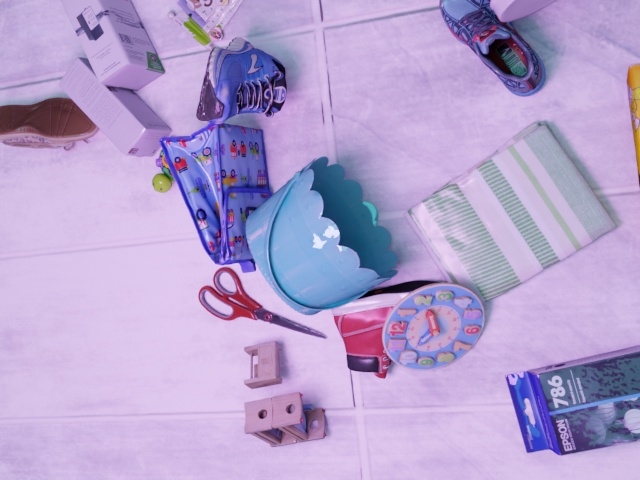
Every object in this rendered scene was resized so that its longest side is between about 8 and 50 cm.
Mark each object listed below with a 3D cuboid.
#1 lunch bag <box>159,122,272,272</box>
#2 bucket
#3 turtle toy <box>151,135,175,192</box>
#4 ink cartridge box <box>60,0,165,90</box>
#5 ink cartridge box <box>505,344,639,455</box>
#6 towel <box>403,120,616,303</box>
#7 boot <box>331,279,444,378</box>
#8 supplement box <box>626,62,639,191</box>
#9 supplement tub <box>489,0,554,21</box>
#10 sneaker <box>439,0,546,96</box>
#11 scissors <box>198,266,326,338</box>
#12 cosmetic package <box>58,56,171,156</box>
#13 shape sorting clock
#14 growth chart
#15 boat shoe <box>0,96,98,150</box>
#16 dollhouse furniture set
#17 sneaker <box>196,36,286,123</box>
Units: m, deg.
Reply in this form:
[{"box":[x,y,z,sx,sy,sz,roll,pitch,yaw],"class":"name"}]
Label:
[{"box":[-0.185,-0.075,1.695,0.138,0.221,0.293,-14,89,19],"class":"lunch bag"},{"box":[0.000,0.000,1.621,0.183,0.281,0.281,-33,83,21],"class":"bucket"},{"box":[-0.319,-0.162,1.818,0.095,0.066,0.130,31,103,15],"class":"turtle toy"},{"box":[-0.443,-0.437,1.799,0.087,0.153,0.208,-28,83,20],"class":"ink cartridge box"},{"box":[0.521,0.298,1.562,0.332,0.065,0.165,-18,88,20],"class":"ink cartridge box"},{"box":[0.354,-0.042,1.612,0.325,0.038,0.248,-34,83,17],"class":"towel"},{"box":[0.156,0.180,1.674,0.244,0.088,0.176,-14,97,19],"class":"boot"},{"box":[0.640,-0.127,1.424,0.195,0.194,0.357,-6,91,19],"class":"supplement box"},{"box":[0.327,-0.582,1.478,0.241,0.241,0.331,-29,84,18],"class":"supplement tub"},{"box":[0.319,-0.383,1.554,0.104,0.125,0.262,-45,79,15],"class":"sneaker"},{"box":[-0.131,0.166,1.801,0.297,0.021,0.109,33,101,13],"class":"scissors"},{"box":[-0.445,-0.288,1.828,0.231,0.117,0.085,44,107,11],"class":"cosmetic package"},{"box":[0.218,0.169,1.611,0.206,0.040,0.206,-5,122,-7],"class":"shape sorting clock"},{"box":[-0.229,-0.538,1.789,0.172,0.021,0.237,35,103,15],"class":"growth chart"},{"box":[-0.623,-0.260,1.916,0.285,0.089,0.105,4,69,16],"class":"boat shoe"},{"box":[-0.074,0.317,1.754,0.129,0.129,0.184,-14,59,19],"class":"dollhouse furniture set"},{"box":[-0.139,-0.304,1.622,0.147,0.330,0.130,19,120,3],"class":"sneaker"}]
